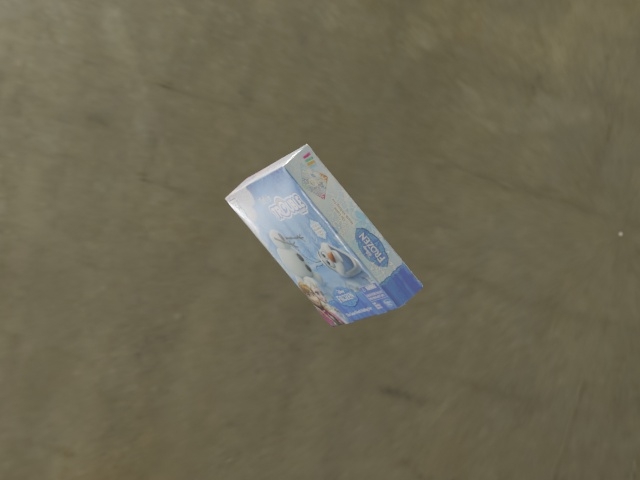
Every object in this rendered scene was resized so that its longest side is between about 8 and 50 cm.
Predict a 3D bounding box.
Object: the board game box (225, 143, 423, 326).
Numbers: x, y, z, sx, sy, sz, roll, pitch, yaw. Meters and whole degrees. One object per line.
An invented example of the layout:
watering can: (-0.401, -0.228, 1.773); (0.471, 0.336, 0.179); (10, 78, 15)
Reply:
board game box: (0.000, 0.000, 0.930); (0.020, 0.090, 0.090); (-41, -83, -22)
